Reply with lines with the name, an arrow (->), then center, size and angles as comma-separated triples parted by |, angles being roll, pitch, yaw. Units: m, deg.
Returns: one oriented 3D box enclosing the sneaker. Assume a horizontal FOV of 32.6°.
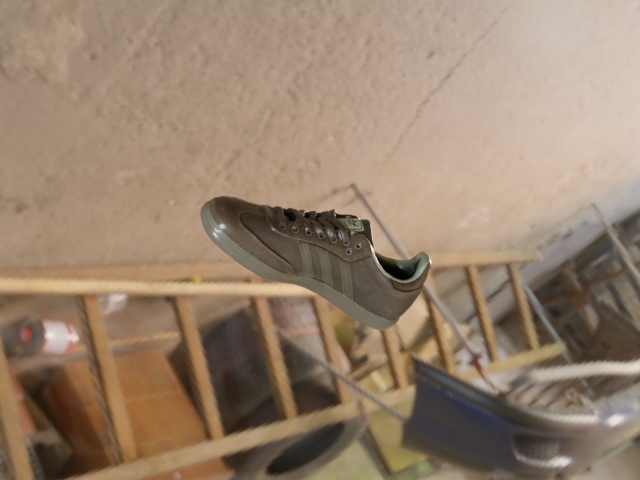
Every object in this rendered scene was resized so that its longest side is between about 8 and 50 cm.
sneaker -> 0.000, 0.000, 0.830 | 0.188, 0.066, 0.071 | 28, 113, -29
